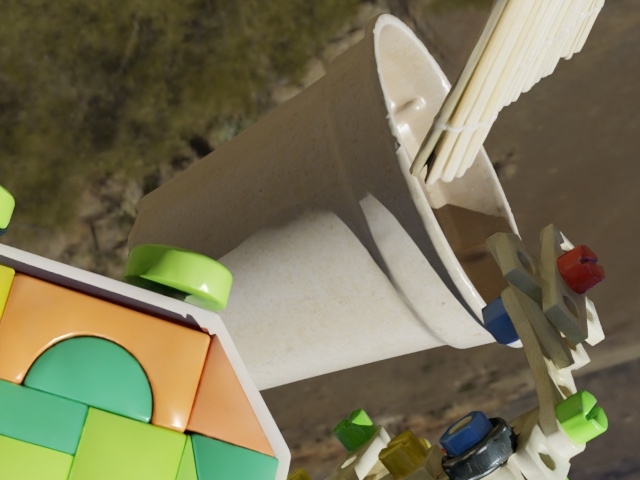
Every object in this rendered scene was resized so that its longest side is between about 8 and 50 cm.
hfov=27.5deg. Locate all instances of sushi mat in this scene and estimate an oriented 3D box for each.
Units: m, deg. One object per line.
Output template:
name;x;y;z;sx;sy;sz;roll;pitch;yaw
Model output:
sushi mat;0.116;-0.160;0.399;0.151;0.019;0.316;-46;164;-48

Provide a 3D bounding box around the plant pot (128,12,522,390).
plant pot;0.000;0.000;1.256;0.305;0.334;0.334;-25;165;19

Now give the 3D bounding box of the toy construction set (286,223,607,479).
toy construction set;0.089;0.147;0.890;0.327;0.151;0.215;-52;175;26

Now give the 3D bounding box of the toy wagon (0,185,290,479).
toy wagon;-0.115;0.125;0.618;0.344;0.267;0.068;20;163;-20
